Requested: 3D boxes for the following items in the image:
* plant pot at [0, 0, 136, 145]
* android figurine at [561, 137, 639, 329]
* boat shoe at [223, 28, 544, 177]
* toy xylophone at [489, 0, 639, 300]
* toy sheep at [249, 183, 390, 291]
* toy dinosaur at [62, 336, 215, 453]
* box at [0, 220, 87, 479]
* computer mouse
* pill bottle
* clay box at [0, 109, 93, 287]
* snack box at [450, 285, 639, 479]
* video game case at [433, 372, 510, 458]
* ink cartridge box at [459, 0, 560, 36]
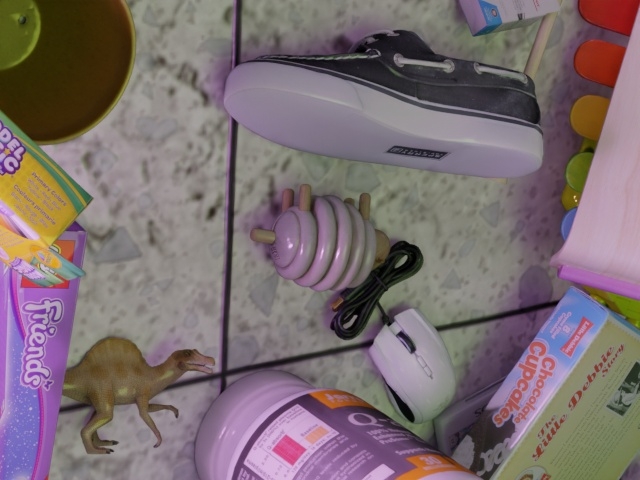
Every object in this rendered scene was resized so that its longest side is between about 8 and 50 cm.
[{"bbox_3d":[-0.215,-0.146,1.286,0.134,0.095,0.134,-14,116,-31],"label":"plant pot"},{"bbox_3d":[0.337,-0.034,1.751,0.248,0.056,0.273,15,98,-39],"label":"android figurine"},{"bbox_3d":[0.058,-0.128,1.493,0.301,0.108,0.102,8,71,-25],"label":"boat shoe"},{"bbox_3d":[0.283,-0.112,1.624,0.236,0.081,0.323,24,94,-3],"label":"toy xylophone"},{"bbox_3d":[0.000,0.000,1.509,0.132,0.091,0.091,7,104,-23],"label":"toy sheep"},{"bbox_3d":[-0.179,0.126,1.461,0.183,0.053,0.093,-3,92,-22],"label":"toy dinosaur"},{"bbox_3d":[-0.299,0.118,1.343,0.200,0.057,0.293,4,106,-28],"label":"box"},{"bbox_3d":[0.083,0.100,1.631,0.106,0.042,0.193,-42,127,-16],"label":"computer mouse"},{"bbox_3d":[0.019,0.217,1.480,0.162,0.278,0.162,-14,116,-31],"label":"pill bottle"},{"bbox_3d":[-0.245,-0.060,1.226,0.222,0.127,0.053,44,70,-14],"label":"clay box"},{"bbox_3d":[0.212,0.215,1.714,0.187,0.060,0.322,31,96,-48],"label":"snack box"},{"bbox_3d":[0.183,0.209,1.761,0.143,0.019,0.157,-26,122,-25],"label":"video game case"},{"bbox_3d":[0.165,-0.211,1.562,0.083,0.028,0.048,-14,80,-30],"label":"ink cartridge box"}]
